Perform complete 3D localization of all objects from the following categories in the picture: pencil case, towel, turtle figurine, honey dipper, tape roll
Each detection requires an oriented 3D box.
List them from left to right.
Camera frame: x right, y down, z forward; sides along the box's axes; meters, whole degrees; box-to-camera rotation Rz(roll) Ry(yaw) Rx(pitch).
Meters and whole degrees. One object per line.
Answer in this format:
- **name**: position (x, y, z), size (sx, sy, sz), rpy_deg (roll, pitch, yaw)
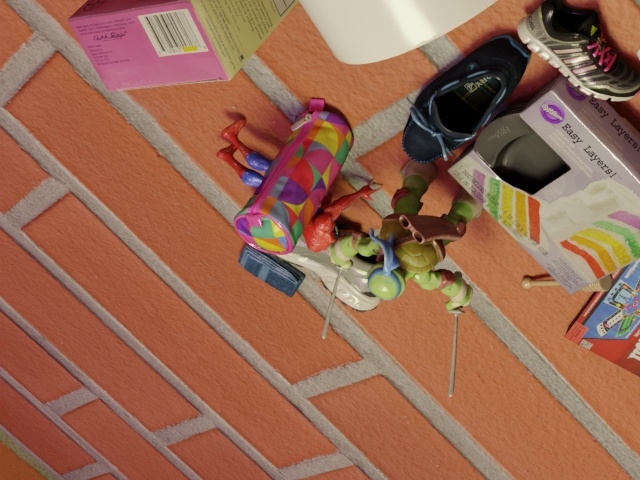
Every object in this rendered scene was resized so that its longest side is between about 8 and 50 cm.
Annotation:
- **towel**: position (-0.089, 0.054, 1.957), size (0.119, 0.029, 0.067), rpy_deg (31, 143, 2)
- **pencil case**: position (-0.037, -0.091, 1.612), size (0.104, 0.236, 0.104), rpy_deg (19, 148, 12)
- **turtle figurine**: position (0.122, 0.028, 1.589), size (0.198, 0.266, 0.274), rpy_deg (6, 134, 31)
- **tape roll**: position (0.111, -0.318, 1.218), size (0.286, 0.286, 0.100), rpy_deg (-11, 123, 42)
- **honey dipper**: position (0.360, 0.063, 1.635), size (0.030, 0.030, 0.161), rpy_deg (51, 151, -21)

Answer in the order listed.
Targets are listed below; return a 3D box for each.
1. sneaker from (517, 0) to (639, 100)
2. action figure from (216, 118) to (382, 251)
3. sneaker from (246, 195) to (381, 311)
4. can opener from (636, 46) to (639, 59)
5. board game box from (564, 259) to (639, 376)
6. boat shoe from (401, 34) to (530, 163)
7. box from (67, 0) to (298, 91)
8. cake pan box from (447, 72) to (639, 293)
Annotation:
- **sneaker**: position (0.322, -0.234, 1.334), size (0.170, 0.063, 0.075), rpy_deg (36, 148, 4)
- **action figure**: position (-0.021, -0.087, 1.727), size (0.280, 0.139, 0.091), rpy_deg (48, 149, 19)
- **sneaker**: position (0.000, 0.000, 1.801), size (0.272, 0.100, 0.108), rpy_deg (33, 118, 6)
- **can opener**: position (0.458, -0.131, 1.336), size (0.074, 0.093, 0.280), rpy_deg (-7, 132, 41)
- **board game box**: position (0.476, 0.094, 1.604), size (0.145, 0.027, 0.281), rpy_deg (27, 141, 6)
- **boat shoe**: position (0.173, -0.179, 1.476), size (0.109, 0.089, 0.258), rpy_deg (34, 142, -1)
- **box**: position (-0.164, -0.316, 1.444), size (0.214, 0.243, 0.117), rpy_deg (1, 131, 35)
- **cake pan box**: position (0.330, -0.075, 1.468), size (0.267, 0.070, 0.246), rpy_deg (46, 143, -5)
